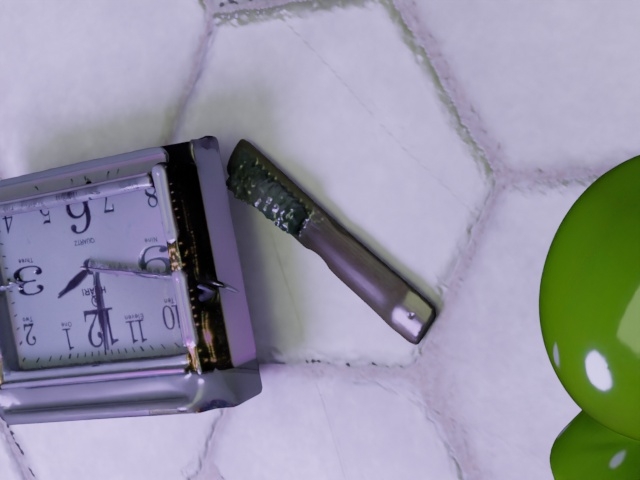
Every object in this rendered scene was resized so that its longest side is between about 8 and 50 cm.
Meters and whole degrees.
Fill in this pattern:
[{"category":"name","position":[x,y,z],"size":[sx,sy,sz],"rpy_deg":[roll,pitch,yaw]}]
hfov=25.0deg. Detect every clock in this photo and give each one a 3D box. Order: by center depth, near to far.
[{"category":"clock","position":[-0.153,0.032,1.046],"size":[0.253,0.083,0.186],"rpy_deg":[-8,94,36]}]

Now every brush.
[{"category":"brush","position":[0.000,0.000,0.969],"size":[0.190,0.027,0.034],"rpy_deg":[42,121,21]}]

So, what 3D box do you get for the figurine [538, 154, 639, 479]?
[{"category":"figurine","position":[0.182,0.070,0.784],"size":[0.143,0.162,0.263],"rpy_deg":[13,114,6]}]
